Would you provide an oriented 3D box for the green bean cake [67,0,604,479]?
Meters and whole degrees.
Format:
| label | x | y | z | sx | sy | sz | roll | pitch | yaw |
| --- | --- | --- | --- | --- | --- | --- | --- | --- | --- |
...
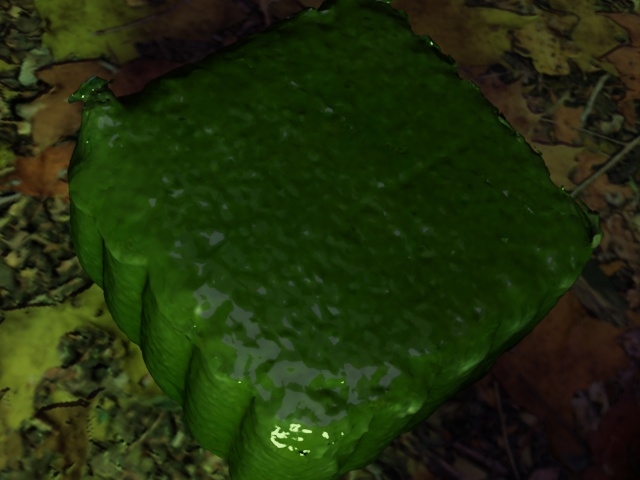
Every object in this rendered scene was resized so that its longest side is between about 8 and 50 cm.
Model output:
| label | x | y | z | sx | sy | sz | roll | pitch | yaw |
| --- | --- | --- | --- | --- | --- | --- | --- | --- | --- |
| green bean cake | 0.000 | 0.000 | 0.536 | 0.249 | 0.156 | 0.247 | -32 | 73 | -25 |
